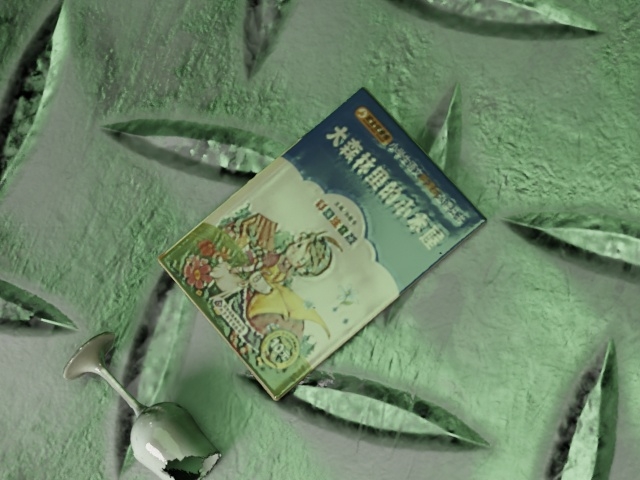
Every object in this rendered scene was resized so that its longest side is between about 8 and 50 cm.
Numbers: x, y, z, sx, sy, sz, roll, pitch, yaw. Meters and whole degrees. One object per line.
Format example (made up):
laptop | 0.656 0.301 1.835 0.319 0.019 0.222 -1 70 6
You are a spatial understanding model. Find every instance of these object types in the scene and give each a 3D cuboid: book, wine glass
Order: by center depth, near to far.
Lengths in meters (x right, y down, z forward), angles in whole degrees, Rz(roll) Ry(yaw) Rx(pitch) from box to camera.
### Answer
wine glass | -0.201 0.197 1.916 0.079 0.079 0.195 -45 73 -4
book | 0.000 0.000 1.965 0.322 0.018 0.228 -41 74 -2
